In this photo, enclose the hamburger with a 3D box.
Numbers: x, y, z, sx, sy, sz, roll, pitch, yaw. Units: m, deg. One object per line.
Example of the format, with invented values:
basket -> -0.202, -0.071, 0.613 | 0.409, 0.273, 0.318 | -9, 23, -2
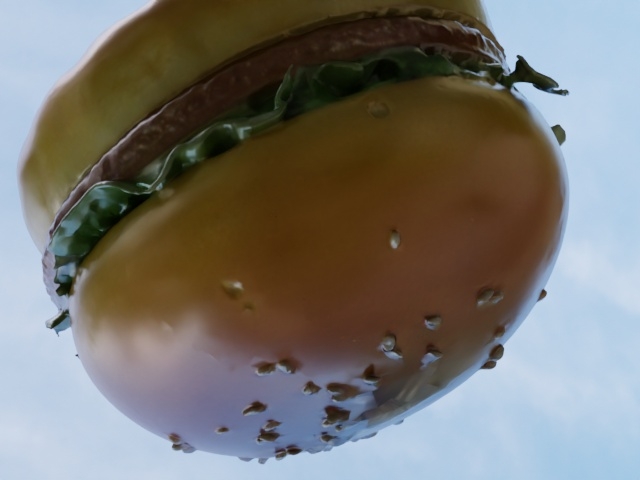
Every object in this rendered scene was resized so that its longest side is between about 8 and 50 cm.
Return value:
hamburger -> 0.000, -0.001, 0.619 | 0.246, 0.246, 0.170 | 1, -125, -45
